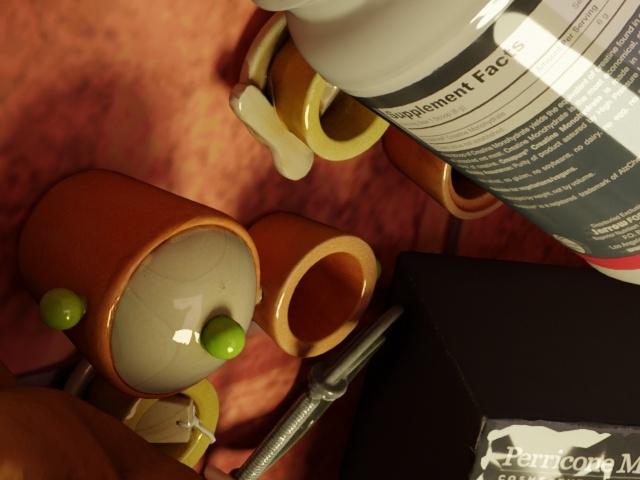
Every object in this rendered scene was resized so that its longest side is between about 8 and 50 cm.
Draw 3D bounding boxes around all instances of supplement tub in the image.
[{"bbox_3d":[0.106,-0.118,0.827,0.272,0.191,0.191,33,89,-26],"label":"supplement tub"}]

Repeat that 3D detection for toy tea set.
[{"bbox_3d":[0.000,0.000,0.901,0.336,0.124,0.200,-41,138,-20],"label":"toy tea set"}]

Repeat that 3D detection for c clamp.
[{"bbox_3d":[-0.013,0.101,0.980,0.160,0.022,0.137,-52,170,31],"label":"c clamp"}]

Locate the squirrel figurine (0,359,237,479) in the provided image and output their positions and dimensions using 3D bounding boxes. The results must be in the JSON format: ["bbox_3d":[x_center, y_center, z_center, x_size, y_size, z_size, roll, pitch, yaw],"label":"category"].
[{"bbox_3d":[-0.066,0.171,0.715,0.397,0.371,0.281,47,48,-62],"label":"squirrel figurine"}]

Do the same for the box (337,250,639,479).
[{"bbox_3d":[0.190,0.193,1.066,0.343,0.179,0.312,6,118,-17],"label":"box"}]
